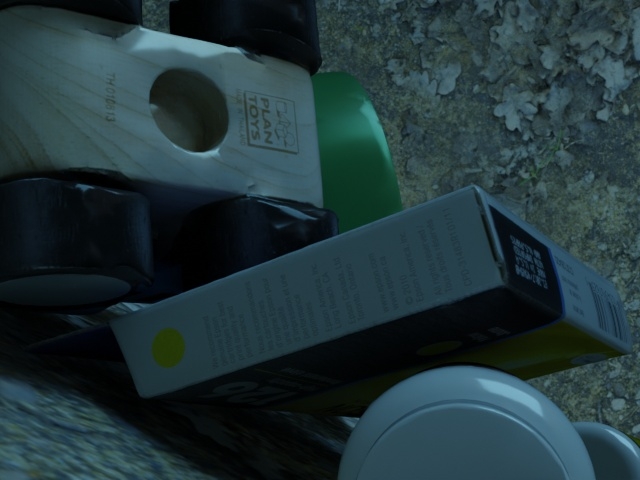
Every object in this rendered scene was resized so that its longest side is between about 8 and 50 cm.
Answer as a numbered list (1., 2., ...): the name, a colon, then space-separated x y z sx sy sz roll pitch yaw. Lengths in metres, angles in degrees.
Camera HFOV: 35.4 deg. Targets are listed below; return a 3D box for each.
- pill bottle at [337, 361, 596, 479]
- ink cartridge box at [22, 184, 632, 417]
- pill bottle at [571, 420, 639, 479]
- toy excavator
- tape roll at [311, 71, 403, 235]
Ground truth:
1. pill bottle: 0.072 0.122 0.504 0.121 0.121 0.216 26 -2 11
2. ink cartridge box: 0.023 0.073 0.672 0.307 0.072 0.303 -22 -20 23
3. pill bottle: 0.274 0.238 0.932 0.117 0.117 0.215 25 -3 35
4. toy excavator: -0.144 -0.022 0.816 0.433 0.222 0.445 6 -18 -38
5. tape roll: 0.000 0.000 0.974 0.077 0.321 0.321 -9 7 -13
